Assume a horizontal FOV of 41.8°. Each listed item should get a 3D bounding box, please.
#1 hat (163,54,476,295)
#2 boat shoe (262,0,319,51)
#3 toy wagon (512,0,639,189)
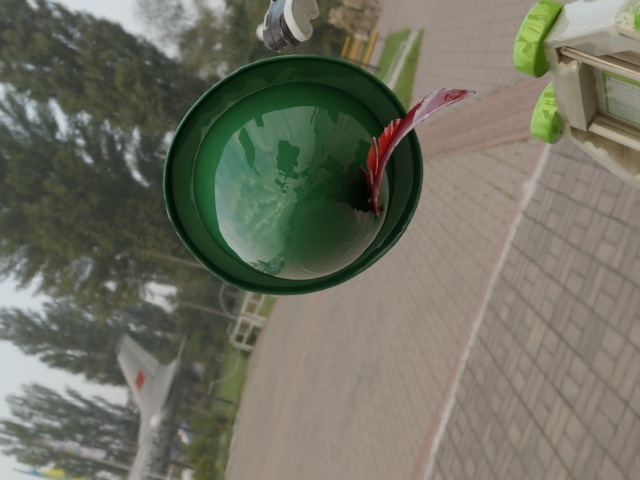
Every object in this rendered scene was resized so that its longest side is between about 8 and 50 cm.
[{"bbox_3d":[0.000,0.000,0.479,0.183,0.173,0.208,-113,-2,-54],"label":"hat"},{"bbox_3d":[-0.028,-0.209,0.770,0.038,0.046,0.125,-24,33,20],"label":"boat shoe"},{"bbox_3d":[0.265,-0.093,0.571,0.068,0.267,0.344,-58,-27,-6],"label":"toy wagon"}]
